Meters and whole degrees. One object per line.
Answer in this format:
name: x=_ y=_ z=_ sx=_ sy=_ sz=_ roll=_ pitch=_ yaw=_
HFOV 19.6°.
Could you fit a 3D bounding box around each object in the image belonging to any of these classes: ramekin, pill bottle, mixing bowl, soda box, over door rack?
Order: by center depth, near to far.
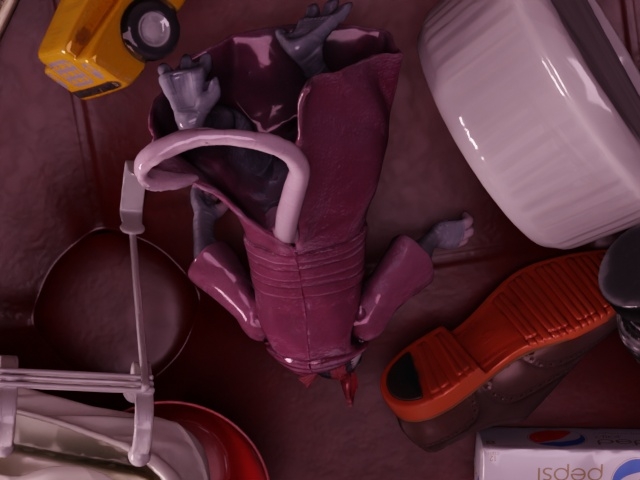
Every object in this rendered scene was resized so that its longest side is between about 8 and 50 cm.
ramekin: x=0.190 y=-0.115 z=1.540 sx=0.127 sy=0.273 sz=0.273 roll=-31 pitch=99 yaw=18
over door rack: x=-0.259 y=0.058 z=1.551 sx=0.239 sy=0.324 sz=0.108 roll=5 pitch=131 yaw=-11
pill bottle: x=0.332 y=0.079 z=1.595 sx=0.123 sy=0.123 sz=0.219 roll=-40 pitch=126 yaw=7
mixing bowl: x=-0.133 y=0.220 z=1.680 sx=0.181 sy=0.098 sz=0.181 roll=0 pitch=101 yaw=0
soda box: x=0.250 y=0.212 z=1.686 sx=0.216 sy=0.074 sz=0.069 roll=1 pitch=101 yaw=0

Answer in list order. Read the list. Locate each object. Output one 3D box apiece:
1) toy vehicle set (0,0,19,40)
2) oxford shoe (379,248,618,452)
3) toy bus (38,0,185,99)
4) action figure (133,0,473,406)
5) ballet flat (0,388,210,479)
toy vehicle set: x=-0.370 y=-0.194 z=1.639 sx=0.166 sy=0.035 sz=0.267 roll=27 pitch=100 yaw=-4
oxford shoe: x=0.186 y=0.098 z=1.673 sx=0.271 sy=0.097 sz=0.098 roll=-27 pitch=131 yaw=0
toy bus: x=-0.134 y=-0.281 z=1.514 sx=0.130 sy=0.108 sz=0.333 roll=37 pitch=72 yaw=-24
action figure: x=0.000 y=0.000 z=1.546 sx=0.248 sy=0.276 sz=0.370 roll=-6 pitch=120 yaw=7
ballet flat: x=-0.291 y=0.181 z=1.558 sx=0.400 sy=0.139 sz=0.139 roll=9 pitch=100 yaw=-1
